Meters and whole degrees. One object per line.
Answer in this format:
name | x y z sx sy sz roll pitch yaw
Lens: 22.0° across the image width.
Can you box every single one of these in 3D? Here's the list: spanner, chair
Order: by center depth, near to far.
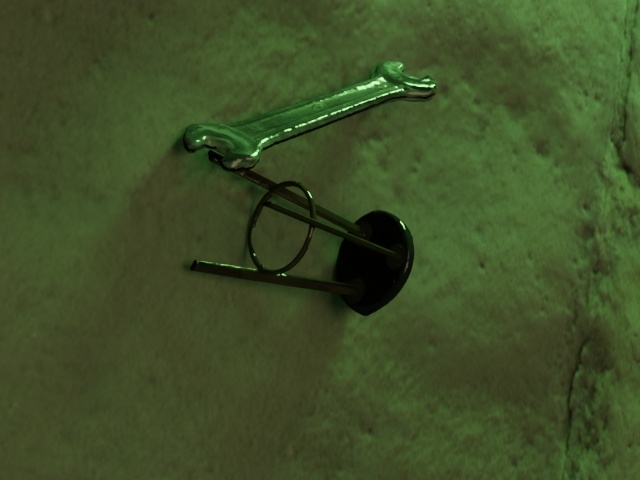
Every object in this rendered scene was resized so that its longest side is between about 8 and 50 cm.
chair | -0.001 0.000 1.407 0.222 0.095 0.104 21 75 -45
spanner | -0.004 -0.112 1.442 0.302 0.071 0.017 -25 139 -46
